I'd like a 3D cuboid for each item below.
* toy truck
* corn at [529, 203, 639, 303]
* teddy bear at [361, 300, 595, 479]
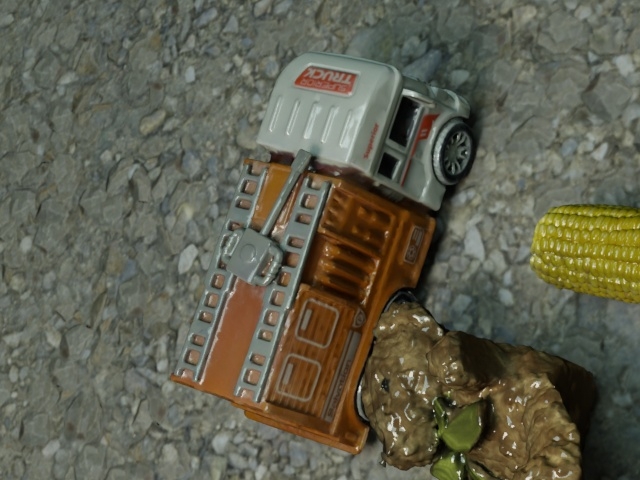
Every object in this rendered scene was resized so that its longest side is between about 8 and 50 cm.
[{"bbox_3d":[0.000,0.000,1.672,0.173,0.207,0.388,14,83,37],"label":"toy truck"},{"bbox_3d":[0.310,0.018,1.520,0.244,0.093,0.093,9,80,37],"label":"corn"},{"bbox_3d":[0.140,0.188,1.504,0.222,0.246,0.296,-11,38,13],"label":"teddy bear"}]
